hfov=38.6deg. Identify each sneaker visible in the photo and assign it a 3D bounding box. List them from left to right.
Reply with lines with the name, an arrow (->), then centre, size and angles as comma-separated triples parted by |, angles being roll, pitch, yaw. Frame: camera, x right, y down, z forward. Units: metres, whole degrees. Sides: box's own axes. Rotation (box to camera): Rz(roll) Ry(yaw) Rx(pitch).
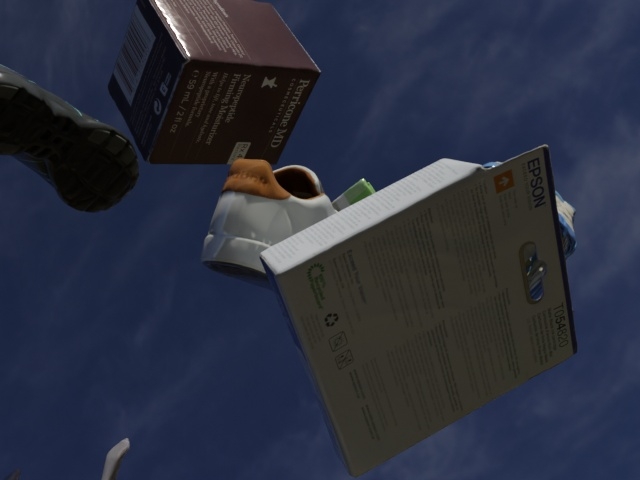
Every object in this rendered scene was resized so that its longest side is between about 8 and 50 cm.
sneaker -> -0.290, -0.120, 0.972 | 0.101, 0.106, 0.267 | -46, -32, 0
sneaker -> 0.000, 0.000, 0.893 | 0.290, 0.106, 0.123 | 31, -114, -59

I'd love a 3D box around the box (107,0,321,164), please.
box -> -0.146, -0.214, 1.218 | 0.203, 0.167, 0.168 | -3, -44, -36

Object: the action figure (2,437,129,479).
action figure -> -0.210, 0.376, 0.924 | 0.341, 0.178, 0.330 | -26, -73, 23

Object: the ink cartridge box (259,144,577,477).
ink cartridge box -> 0.087, 0.052, 0.716 | 0.224, 0.045, 0.223 | -25, -55, -11

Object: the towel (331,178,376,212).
towel -> 0.023, 0.015, 1.079 | 0.152, 0.113, 0.023 | -38, -25, 13

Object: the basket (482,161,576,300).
basket -> 0.235, 0.019, 1.320 | 0.201, 0.289, 0.254 | 40, -61, 4
